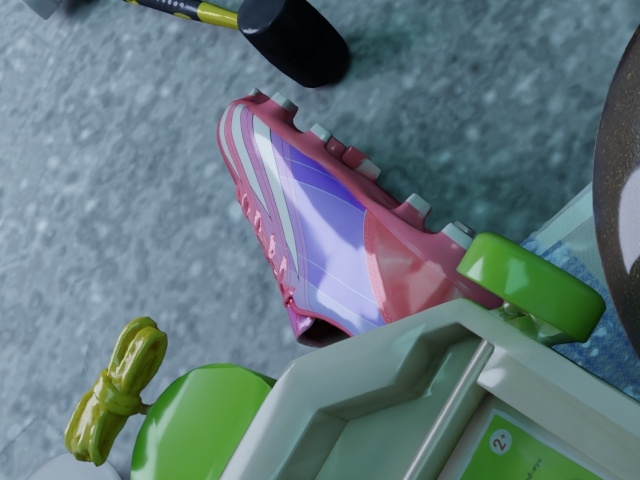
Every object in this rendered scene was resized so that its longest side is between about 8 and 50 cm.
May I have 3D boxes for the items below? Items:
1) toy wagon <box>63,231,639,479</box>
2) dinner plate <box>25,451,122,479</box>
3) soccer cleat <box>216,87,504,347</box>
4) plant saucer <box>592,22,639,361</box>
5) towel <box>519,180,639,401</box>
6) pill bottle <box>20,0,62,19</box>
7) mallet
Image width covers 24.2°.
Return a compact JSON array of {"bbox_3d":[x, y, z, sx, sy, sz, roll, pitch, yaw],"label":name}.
[{"bbox_3d":[0.034,0.132,0.549,0.344,0.068,0.267,31,92,40],"label":"toy wagon"},{"bbox_3d":[-0.146,0.175,0.768,0.141,0.017,0.141,-27,51,38],"label":"dinner plate"},{"bbox_3d":[0.000,0.000,0.725,0.095,0.083,0.248,-55,38,3],"label":"soccer cleat"},{"bbox_3d":[0.258,-0.028,0.550,0.310,0.050,0.310,-4,68,9],"label":"plant saucer"},{"bbox_3d":[0.116,0.102,0.652,0.285,0.034,0.209,-44,53,8],"label":"towel"},{"bbox_3d":[-0.156,-0.201,0.958,0.116,0.065,0.065,-48,51,3],"label":"pill bottle"},{"bbox_3d":[-0.068,-0.137,0.870,0.189,0.062,0.039,25,80,39],"label":"mallet"}]
